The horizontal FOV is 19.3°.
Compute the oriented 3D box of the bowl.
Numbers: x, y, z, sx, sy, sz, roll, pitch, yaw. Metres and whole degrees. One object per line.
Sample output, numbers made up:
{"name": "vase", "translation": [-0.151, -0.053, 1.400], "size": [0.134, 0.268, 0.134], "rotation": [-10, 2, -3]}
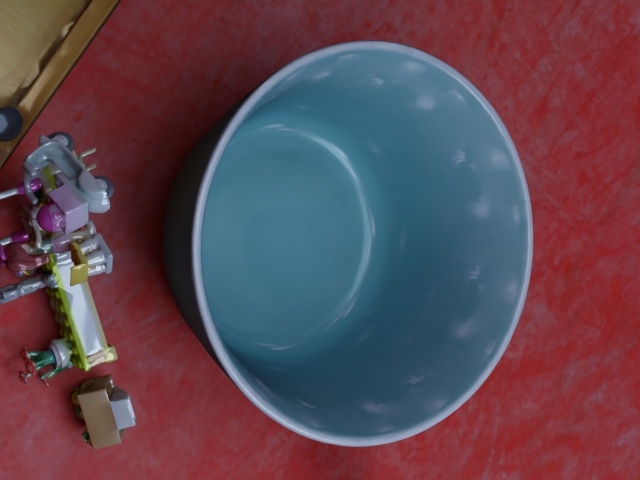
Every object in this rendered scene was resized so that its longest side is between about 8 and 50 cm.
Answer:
{"name": "bowl", "translation": [0.000, 0.000, 1.496], "size": [0.311, 0.163, 0.311], "rotation": [-1, 92, -31]}

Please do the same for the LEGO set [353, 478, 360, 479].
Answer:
{"name": "LEGO set", "translation": [-0.016, 0.282, 1.547], "size": [0.093, 0.087, 0.227], "rotation": [36, 80, -25]}

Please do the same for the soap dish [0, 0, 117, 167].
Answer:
{"name": "soap dish", "translation": [-0.280, -0.206, 1.341], "size": [0.291, 0.118, 0.229], "rotation": [41, 71, -25]}

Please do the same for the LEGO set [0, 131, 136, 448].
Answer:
{"name": "LEGO set", "translation": [-0.215, 0.040, 1.394], "size": [0.107, 0.132, 0.287], "rotation": [-21, 138, -22]}
